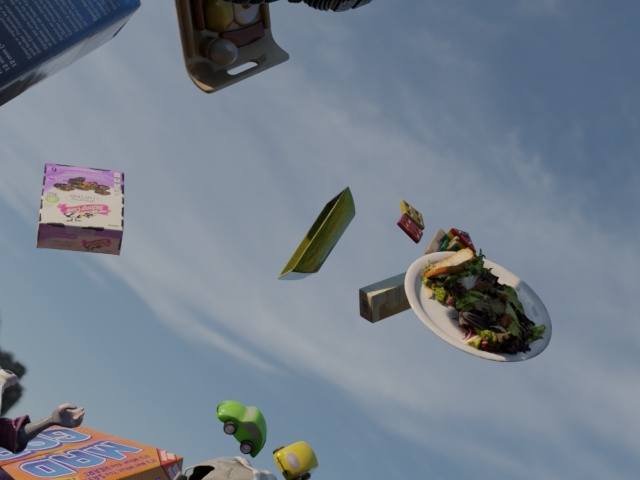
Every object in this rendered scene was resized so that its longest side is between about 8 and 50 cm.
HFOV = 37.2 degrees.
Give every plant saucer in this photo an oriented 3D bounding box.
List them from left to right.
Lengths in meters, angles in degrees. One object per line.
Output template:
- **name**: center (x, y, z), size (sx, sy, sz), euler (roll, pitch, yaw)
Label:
- **plant saucer**: center (0.000, 0.000, 1.781), size (0.045, 0.188, 0.188), euler (35, -12, -6)

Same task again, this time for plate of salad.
- **plate of salad**: center (0.205, 0.074, 1.209), size (0.200, 0.200, 0.048), euler (32, -53, 15)

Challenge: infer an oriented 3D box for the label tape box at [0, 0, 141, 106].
- **label tape box**: center (-0.425, -0.286, 1.119), size (0.249, 0.348, 0.115), euler (54, -33, -9)

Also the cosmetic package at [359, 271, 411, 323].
- **cosmetic package**: center (0.128, 0.104, 1.755), size (0.041, 0.115, 0.060), euler (28, -50, 50)

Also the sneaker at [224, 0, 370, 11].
- **sneaker**: center (-0.014, -0.355, 1.149), size (0.107, 0.279, 0.118), euler (-39, -120, 52)

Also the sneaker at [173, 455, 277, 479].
- **sneaker**: center (-0.155, 0.341, 1.339), size (0.115, 0.105, 0.281), euler (21, -22, -18)

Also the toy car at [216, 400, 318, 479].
- **toy car**: center (-0.074, 0.329, 1.473), size (0.225, 0.053, 0.239), euler (52, 11, -13)

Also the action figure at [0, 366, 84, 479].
- **action figure**: center (-0.544, 0.322, 1.451), size (0.248, 0.276, 0.370), euler (44, 17, -28)

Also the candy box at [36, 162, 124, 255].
- **candy box**: center (-0.483, -0.065, 1.928), size (0.165, 0.196, 0.070), euler (6, -50, -17)

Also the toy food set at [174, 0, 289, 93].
- **toy food set**: center (-0.156, -0.450, 1.769), size (0.092, 0.220, 0.306), euler (27, -46, 38)

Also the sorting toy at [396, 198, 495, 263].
- **sorting toy**: center (0.232, 0.029, 1.540), size (0.274, 0.132, 0.046), euler (45, -69, 0)

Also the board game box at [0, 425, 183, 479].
- **board game box**: center (-0.534, 0.584, 1.863), size (0.356, 0.356, 0.356), euler (9, 3, 28)
